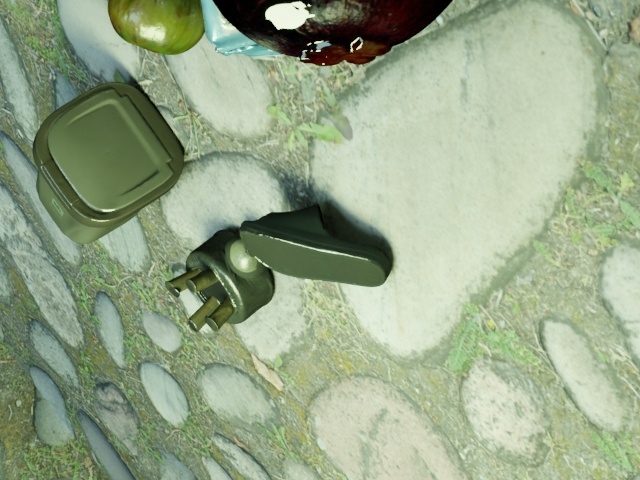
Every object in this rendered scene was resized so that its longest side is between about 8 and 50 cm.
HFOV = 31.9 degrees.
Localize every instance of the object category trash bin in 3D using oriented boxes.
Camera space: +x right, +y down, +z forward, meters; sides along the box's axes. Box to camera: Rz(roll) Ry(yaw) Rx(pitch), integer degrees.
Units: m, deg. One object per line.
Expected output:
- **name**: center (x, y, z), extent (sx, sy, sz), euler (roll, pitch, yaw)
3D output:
- **trash bin**: center (-0.394, -0.121, 2.004), extent (0.220, 0.219, 0.250), euler (57, 155, 2)

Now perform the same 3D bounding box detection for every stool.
- **stool**: center (-0.173, 0.062, 1.927), extent (0.153, 0.139, 0.228), euler (39, 147, 23)

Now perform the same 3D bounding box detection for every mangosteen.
- **mangosteen**: center (0.013, -0.361, 1.185), extent (0.307, 0.307, 0.347), euler (-10, 81, 56)

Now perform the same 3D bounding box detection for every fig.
- **fig**: center (-0.220, -0.393, 1.620), extent (0.149, 0.149, 0.245), euler (28, 111, 36)

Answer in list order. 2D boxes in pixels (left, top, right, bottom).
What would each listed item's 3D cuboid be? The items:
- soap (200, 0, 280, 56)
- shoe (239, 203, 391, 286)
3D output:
- **soap**: center (-0.091, -0.367, 1.425), extent (0.077, 0.156, 0.293), euler (-91, -8, -58)
- **shoe**: center (0.000, 0.000, 1.705), extent (0.241, 0.093, 0.108), euler (12, 149, 21)
